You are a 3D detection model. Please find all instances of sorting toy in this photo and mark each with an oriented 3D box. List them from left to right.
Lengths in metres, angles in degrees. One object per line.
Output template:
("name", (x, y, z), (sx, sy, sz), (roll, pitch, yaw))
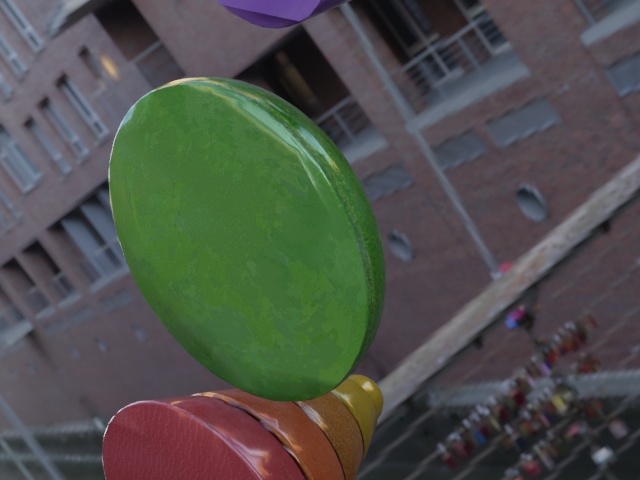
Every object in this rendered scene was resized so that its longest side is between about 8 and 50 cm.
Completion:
("sorting toy", (0.000, 0.000, 0.520), (0.126, 0.127, 0.366), (-32, -38, -42))
